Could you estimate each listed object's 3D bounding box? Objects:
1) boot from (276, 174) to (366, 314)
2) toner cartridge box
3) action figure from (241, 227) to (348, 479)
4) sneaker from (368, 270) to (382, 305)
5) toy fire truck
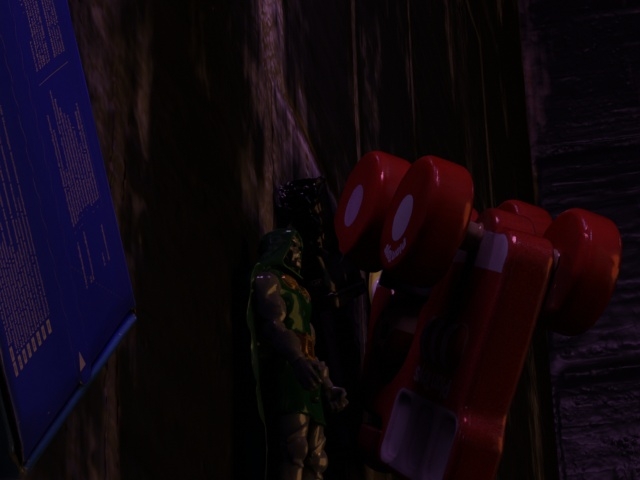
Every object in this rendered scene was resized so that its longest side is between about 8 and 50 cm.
[{"bbox_3d":[0.000,0.000,1.464,0.121,0.045,0.099,-33,109,-79],"label":"boot"},{"bbox_3d":[-0.154,-0.101,0.686,0.165,0.075,0.348,-60,141,-70],"label":"toner cartridge box"},{"bbox_3d":[-0.019,0.100,1.268,0.137,0.063,0.232,48,33,-65],"label":"action figure"},{"bbox_3d":[0.083,0.113,1.747,0.126,0.091,0.240,109,-19,-46],"label":"sneaker"},{"bbox_3d":[0.096,0.074,1.541,0.302,0.169,0.254,-167,-85,-73],"label":"toy fire truck"}]
